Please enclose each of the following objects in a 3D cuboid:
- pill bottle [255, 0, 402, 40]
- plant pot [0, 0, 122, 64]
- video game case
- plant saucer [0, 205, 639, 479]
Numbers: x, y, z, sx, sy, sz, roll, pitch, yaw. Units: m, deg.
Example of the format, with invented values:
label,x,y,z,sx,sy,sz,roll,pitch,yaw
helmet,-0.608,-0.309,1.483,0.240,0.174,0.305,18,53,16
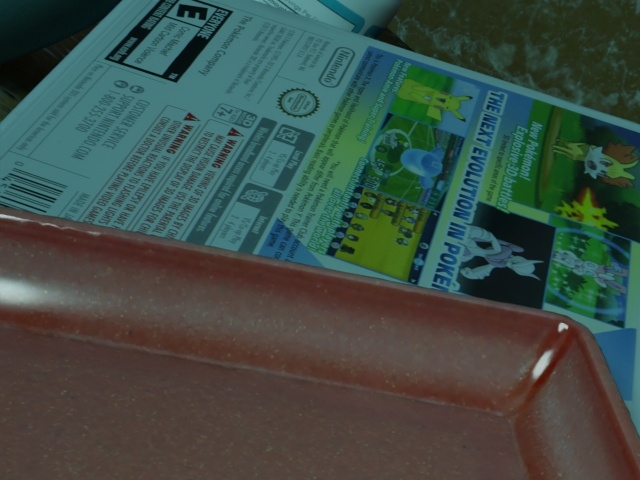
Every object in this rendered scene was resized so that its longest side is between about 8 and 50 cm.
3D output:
label,x,y,z,sx,sy,sz,roll,pitch,yaw
pill bottle,-0.041,-0.156,0.783,0.146,0.264,0.146,36,16,-12
plant pot,-0.221,-0.228,0.700,0.290,0.195,0.290,29,18,-10
video game case,0.000,0.000,0.485,0.300,0.036,0.329,19,39,5
plant saucer,-0.035,0.077,0.277,0.259,0.048,0.258,12,24,-5
